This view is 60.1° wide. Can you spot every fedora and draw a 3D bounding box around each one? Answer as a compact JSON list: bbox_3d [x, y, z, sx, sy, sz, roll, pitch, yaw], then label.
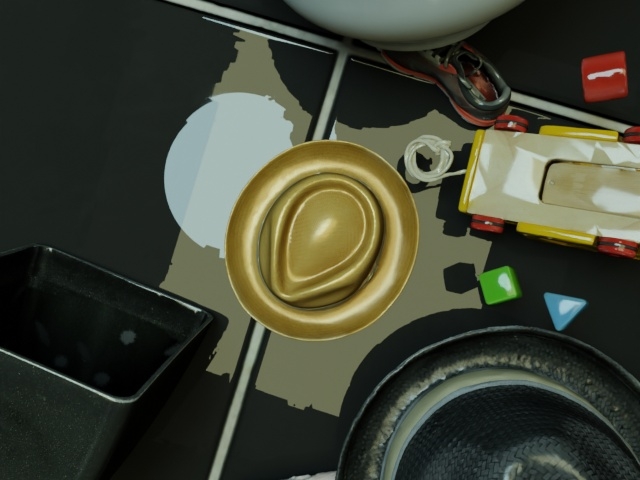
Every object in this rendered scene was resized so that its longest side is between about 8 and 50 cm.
[{"bbox_3d":[0.000,0.000,0.495,0.194,0.079,0.195,0,89,2],"label":"fedora"},{"bbox_3d":[0.161,0.235,0.396,0.333,0.152,0.334,0,89,1],"label":"fedora"}]

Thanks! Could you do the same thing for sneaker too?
[{"bbox_3d":[0.114,-0.171,0.502,0.158,0.065,0.061,37,90,2],"label":"sneaker"}]

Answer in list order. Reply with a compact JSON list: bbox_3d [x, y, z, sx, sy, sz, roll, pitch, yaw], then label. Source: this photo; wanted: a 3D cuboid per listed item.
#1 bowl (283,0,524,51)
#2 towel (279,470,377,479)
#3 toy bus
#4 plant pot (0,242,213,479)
[{"bbox_3d":[0.076,-0.250,0.444,0.297,0.134,0.298,-7,54,9],"label":"bowl"},{"bbox_3d":[0.103,0.356,0.496,0.331,0.053,0.317,-9,89,1],"label":"towel"},{"bbox_3d":[0.207,-0.041,0.476,0.191,0.104,0.202,-35,68,21],"label":"toy bus"},{"bbox_3d":[-0.225,0.125,0.458,0.187,0.188,0.167,22,102,2],"label":"plant pot"}]
